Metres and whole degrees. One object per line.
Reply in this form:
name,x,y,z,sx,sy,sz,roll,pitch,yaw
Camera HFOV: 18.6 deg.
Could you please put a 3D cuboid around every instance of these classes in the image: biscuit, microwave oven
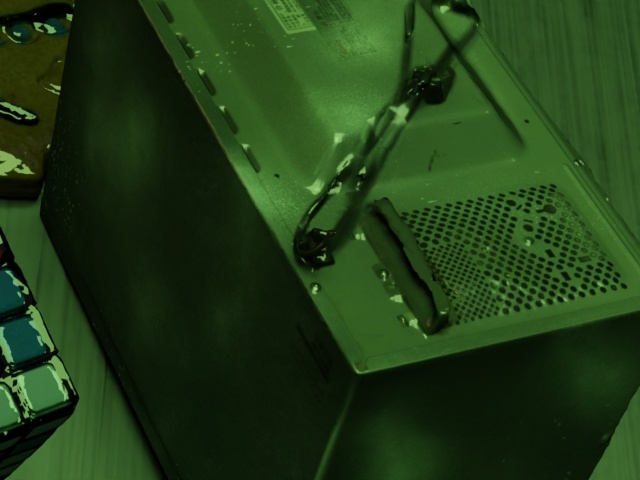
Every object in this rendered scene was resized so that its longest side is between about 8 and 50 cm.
biscuit,-0.265,-0.162,1.610,0.278,0.043,0.301,2,51,-17
microwave oven,0.000,0.000,1.359,0.236,0.374,0.432,-12,52,-26

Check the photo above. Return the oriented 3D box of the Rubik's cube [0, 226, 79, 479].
Rubik's cube,-0.295,0.086,1.275,0.182,0.187,0.184,-20,77,-31
